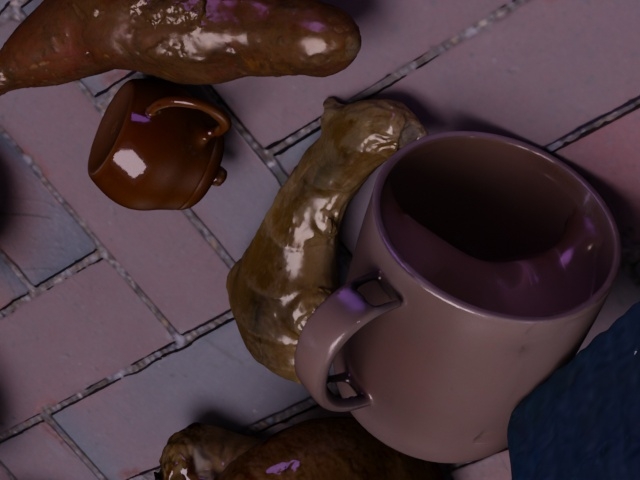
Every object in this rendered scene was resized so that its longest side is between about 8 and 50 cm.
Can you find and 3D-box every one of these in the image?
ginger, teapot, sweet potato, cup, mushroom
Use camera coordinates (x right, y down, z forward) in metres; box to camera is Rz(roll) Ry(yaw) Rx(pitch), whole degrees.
[{"bbox_3d":[0.000,0.000,1.534,0.131,0.086,0.294,62,138,35],"label":"ginger"},{"bbox_3d":[-0.124,-0.074,1.544,0.116,0.116,0.173,43,144,-6],"label":"teapot"},{"bbox_3d":[-0.123,-0.172,1.475,0.354,0.095,0.106,-2,78,29],"label":"sweet potato"},{"bbox_3d":[0.085,0.063,1.428,0.191,0.252,0.200,48,142,27],"label":"cup"},{"bbox_3d":[-0.013,0.246,1.671,0.267,0.267,0.255,-36,68,42],"label":"mushroom"}]

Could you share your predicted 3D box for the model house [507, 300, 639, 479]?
[{"bbox_3d":[0.303,0.244,1.331,0.342,0.335,0.382,-12,125,10],"label":"model house"}]
